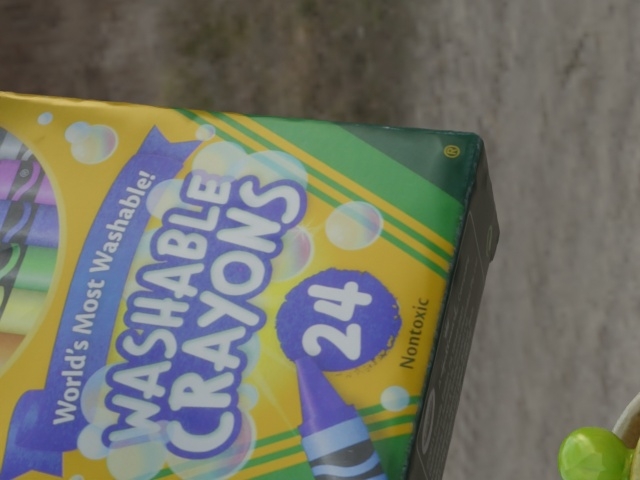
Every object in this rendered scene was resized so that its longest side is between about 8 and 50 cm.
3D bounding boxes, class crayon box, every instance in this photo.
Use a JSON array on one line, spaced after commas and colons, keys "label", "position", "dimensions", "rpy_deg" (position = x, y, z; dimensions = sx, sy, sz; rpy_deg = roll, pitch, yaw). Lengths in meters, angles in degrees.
[{"label": "crayon box", "position": [-0.101, 0.041, 0.766], "dimensions": [0.083, 0.323, 0.203], "rpy_deg": [71, -151, -55]}]

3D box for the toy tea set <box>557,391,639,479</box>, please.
[{"label": "toy tea set", "position": [0.239, 0.047, 0.443], "dimensions": [0.124, 0.336, 0.200], "rpy_deg": [59, -132, -76]}]
